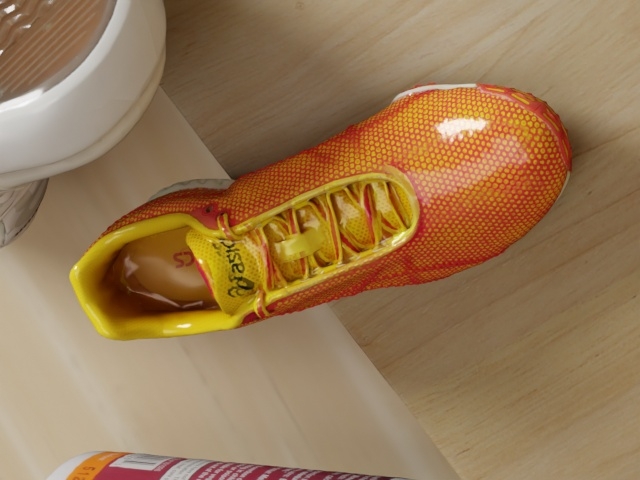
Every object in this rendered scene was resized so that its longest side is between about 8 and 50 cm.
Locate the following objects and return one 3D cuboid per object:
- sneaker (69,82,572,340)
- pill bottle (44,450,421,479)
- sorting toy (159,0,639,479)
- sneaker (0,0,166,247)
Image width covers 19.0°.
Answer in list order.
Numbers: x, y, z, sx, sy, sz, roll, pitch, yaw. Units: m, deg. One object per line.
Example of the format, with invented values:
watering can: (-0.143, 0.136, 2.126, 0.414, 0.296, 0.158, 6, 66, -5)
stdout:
sneaker: (0.000, 0.000, 0.607, 0.175, 0.067, 0.064, -21, 103, 29)
pill bottle: (-0.005, 0.151, 0.760, 0.221, 0.121, 0.121, 2, 116, 23)
sorting toy: (0.109, -0.053, 0.626, 0.257, 0.089, 0.255, -32, 99, 33)
sneaker: (-0.118, -0.050, 0.684, 0.123, 0.106, 0.290, 42, 162, -31)
